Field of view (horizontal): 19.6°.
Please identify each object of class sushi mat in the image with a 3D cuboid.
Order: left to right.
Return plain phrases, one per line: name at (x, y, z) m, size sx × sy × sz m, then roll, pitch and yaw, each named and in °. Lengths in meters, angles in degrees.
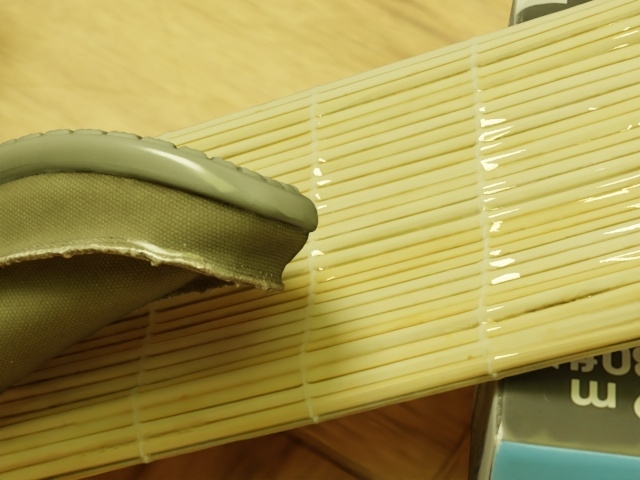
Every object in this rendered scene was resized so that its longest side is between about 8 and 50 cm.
sushi mat at (0.000, 0.000, 0.677) m, size 0.316 × 0.019 × 0.151 m, roll -16°, pitch 49°, yaw 18°

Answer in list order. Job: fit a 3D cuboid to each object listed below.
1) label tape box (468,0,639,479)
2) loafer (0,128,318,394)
label tape box at (0.178, 0.066, 0.677) m, size 0.241 × 0.106 × 0.333 m, roll 7°, pitch 53°, yaw 1°
loafer at (-0.109, 0.020, 0.659) m, size 0.251 × 0.094 × 0.087 m, roll -8°, pitch 74°, yaw 36°
